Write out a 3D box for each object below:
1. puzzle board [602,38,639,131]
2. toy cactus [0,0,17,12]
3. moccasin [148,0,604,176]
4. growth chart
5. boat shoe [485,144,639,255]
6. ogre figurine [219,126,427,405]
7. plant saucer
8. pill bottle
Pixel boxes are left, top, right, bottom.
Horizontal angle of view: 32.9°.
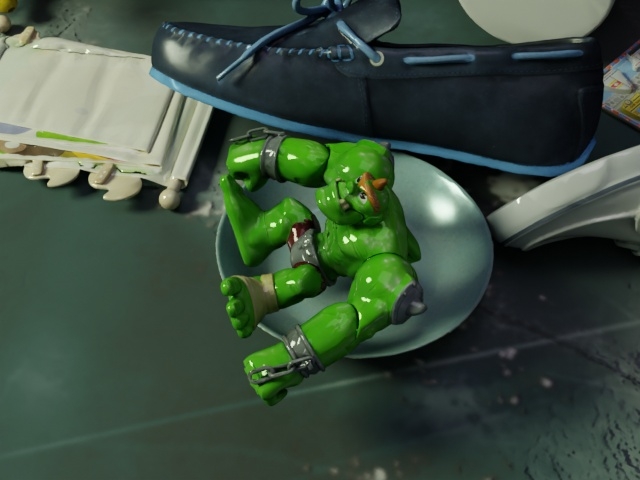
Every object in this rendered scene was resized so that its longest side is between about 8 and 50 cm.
[{"bbox_3d":[0.293,-0.134,0.920,0.096,0.011,0.128,37,57,26],"label":"puzzle board"},{"bbox_3d":[-0.297,-0.307,0.939,0.112,0.181,0.219,-13,40,-21],"label":"toy cactus"},{"bbox_3d":[0.044,-0.140,0.831,0.341,0.117,0.138,9,19,-3],"label":"moccasin"},{"bbox_3d":[-0.198,-0.106,0.874,0.237,0.021,0.172,15,51,11],"label":"growth chart"},{"bbox_3d":[0.250,-0.029,0.779,0.258,0.095,0.084,-18,83,-1],"label":"boat shoe"},{"bbox_3d":[0.000,0.000,0.700,0.118,0.097,0.197,-15,34,8],"label":"ogre figurine"},{"bbox_3d":[0.023,0.012,0.770,0.194,0.037,0.195,1,49,-2],"label":"plant saucer"},{"bbox_3d":[0.217,-0.309,0.968,0.161,0.161,0.283,15,51,11],"label":"pill bottle"}]
